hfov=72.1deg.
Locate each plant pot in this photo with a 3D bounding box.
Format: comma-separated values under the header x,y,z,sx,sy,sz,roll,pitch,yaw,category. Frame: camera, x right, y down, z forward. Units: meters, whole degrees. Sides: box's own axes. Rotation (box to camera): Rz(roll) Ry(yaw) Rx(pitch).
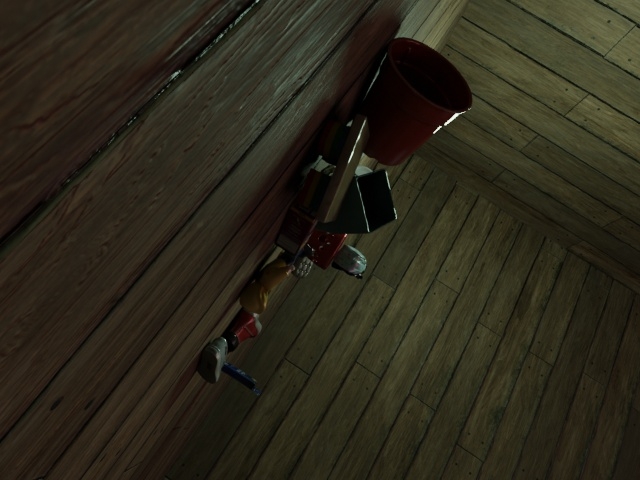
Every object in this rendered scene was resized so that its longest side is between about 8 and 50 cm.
x,y,z,sx,sy,sz,roll,pitch,yaw,category
0.233,-0.369,1.245,0.265,0.272,0.272,-49,-177,47,plant pot
0.082,-0.110,1.375,0.234,0.166,0.165,-7,-168,41,plant pot
0.000,0.000,1.843,0.191,0.174,0.191,-56,177,-4,plant pot

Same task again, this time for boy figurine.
x,y,z,sx,sy,sz,roll,pitch,yaw,category
-0.140,0.110,1.393,0.285,0.092,0.177,-52,-162,-30,boy figurine

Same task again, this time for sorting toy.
x,y,z,sx,sy,sz,roll,pitch,yaw,category
0.033,-0.182,1.112,0.257,0.089,0.256,-25,137,-81,sorting toy

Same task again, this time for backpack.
x,y,z,sx,sy,sz,roll,pitch,yaw,category
0.120,0.085,1.860,0.115,0.151,0.182,-63,163,1,backpack

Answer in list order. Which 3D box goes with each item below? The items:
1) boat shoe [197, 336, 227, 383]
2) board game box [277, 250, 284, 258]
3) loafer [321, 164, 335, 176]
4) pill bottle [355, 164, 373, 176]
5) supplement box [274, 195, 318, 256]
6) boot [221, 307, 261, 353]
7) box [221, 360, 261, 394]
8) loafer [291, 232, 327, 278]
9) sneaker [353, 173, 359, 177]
x,y,z,sx,sy,sz,roll,pitch,yaw,category
-0.335,0.383,1.405,0.081,0.079,0.228,-48,168,-42,boat shoe
-0.179,0.136,1.727,0.259,0.039,0.124,-61,175,20,board game box
0.028,-0.203,1.411,0.056,0.050,0.148,-60,176,36,loafer
0.166,-0.237,2.211,0.153,0.153,0.265,-54,175,-41,pill bottle
-0.059,-0.052,1.316,0.104,0.080,0.188,-54,176,-41,supplement box
-0.300,0.352,1.620,0.176,0.088,0.244,-55,168,-25,boot
-0.353,0.604,1.947,0.037,0.225,0.136,-56,177,-13,box
-0.052,0.035,2.174,0.319,0.112,0.111,-56,-147,4,loafer
0.098,-0.219,1.821,0.122,0.110,0.283,-55,177,17,sneaker
